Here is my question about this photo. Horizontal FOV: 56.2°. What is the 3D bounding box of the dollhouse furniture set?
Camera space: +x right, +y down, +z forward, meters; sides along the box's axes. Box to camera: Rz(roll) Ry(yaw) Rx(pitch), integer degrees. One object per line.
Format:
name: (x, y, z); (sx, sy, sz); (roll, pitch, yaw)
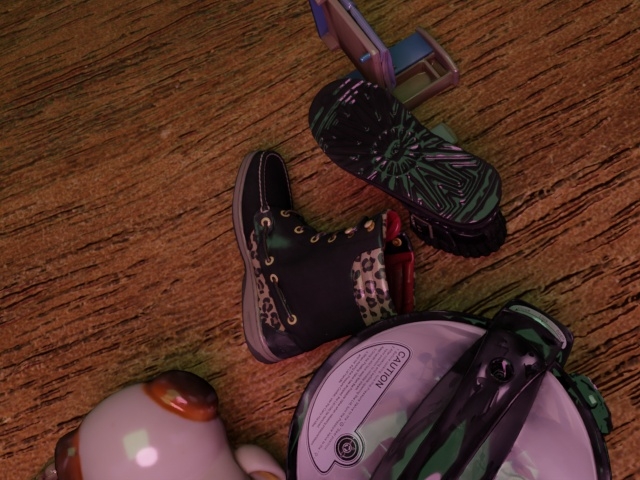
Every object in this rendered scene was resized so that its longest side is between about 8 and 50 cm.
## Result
dollhouse furniture set: (0.147, -0.322, 1.041); (0.198, 0.303, 0.286); (-33, 66, 0)

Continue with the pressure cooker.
pressure cooker: (0.155, 0.277, 0.746); (0.375, 0.420, 0.370); (-9, 68, 10)

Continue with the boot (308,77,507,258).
boot: (0.147, -0.103, 0.981); (0.348, 0.260, 0.131); (40, 93, 19)

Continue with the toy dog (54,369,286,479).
toy dog: (-0.186, 0.386, 0.806); (0.284, 0.395, 0.408); (-34, 75, 7)

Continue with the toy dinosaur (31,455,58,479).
toy dinosaur: (-0.469, 0.408, 1.027); (0.183, 0.053, 0.092); (-36, 30, -11)

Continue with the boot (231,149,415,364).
boot: (0.000, 0.000, 0.991); (0.284, 0.138, 0.378); (-14, 69, 31)
